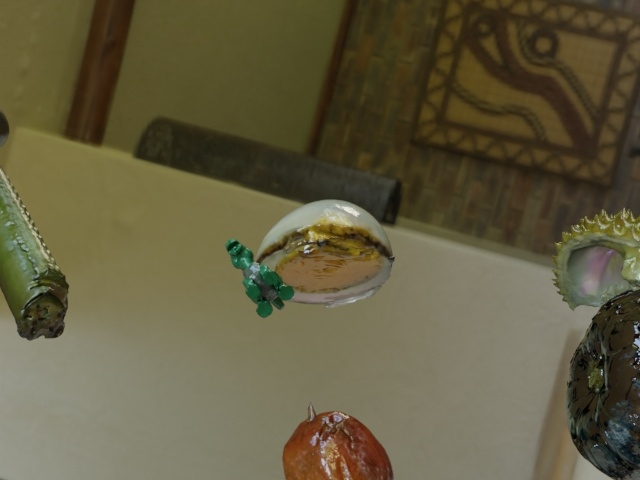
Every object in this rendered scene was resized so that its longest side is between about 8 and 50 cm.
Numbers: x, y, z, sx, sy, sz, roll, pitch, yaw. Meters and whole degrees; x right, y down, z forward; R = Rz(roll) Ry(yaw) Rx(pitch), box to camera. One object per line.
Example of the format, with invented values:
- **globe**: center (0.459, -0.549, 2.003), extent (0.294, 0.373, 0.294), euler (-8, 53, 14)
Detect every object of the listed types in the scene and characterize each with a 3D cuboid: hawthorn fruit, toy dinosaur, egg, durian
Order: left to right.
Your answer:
- **toy dinosaur**: center (-0.083, 0.055, 1.533), extent (0.059, 0.096, 0.132), euler (-37, -52, -2)
- **egg**: center (-0.003, 0.002, 2.149), extent (0.286, 0.264, 0.174), euler (20, -130, -44)
- **hawthorn fruit**: center (0.022, 0.359, 1.710), extent (0.173, 0.179, 0.173), euler (-45, 18, 19)
- **durian**: center (0.464, 0.038, 1.614), extent (0.172, 0.306, 0.166), euler (8, -90, -46)

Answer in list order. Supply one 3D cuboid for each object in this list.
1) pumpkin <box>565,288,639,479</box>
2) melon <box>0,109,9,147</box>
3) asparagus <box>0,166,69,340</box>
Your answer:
- **pumpkin**: center (0.374, 0.165, 1.251), extent (0.233, 0.163, 0.233), euler (-166, 90, -84)
- **melon**: center (-0.612, -0.204, 1.982), extent (0.131, 0.098, 0.098), euler (39, -113, -61)
- **asparagus**: center (-0.562, 0.016, 2.042), extent (0.108, 0.382, 0.128), euler (-14, -40, -28)
